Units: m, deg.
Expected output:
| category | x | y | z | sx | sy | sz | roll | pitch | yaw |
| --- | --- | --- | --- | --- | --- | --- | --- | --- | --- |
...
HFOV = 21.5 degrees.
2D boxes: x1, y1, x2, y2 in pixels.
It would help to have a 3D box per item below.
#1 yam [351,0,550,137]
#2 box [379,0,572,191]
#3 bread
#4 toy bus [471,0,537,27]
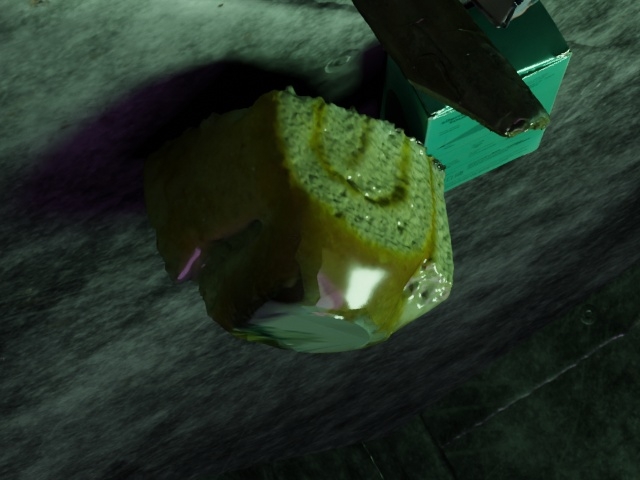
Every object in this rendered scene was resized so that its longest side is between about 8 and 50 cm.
| category | x | y | z | sx | sy | sz | roll | pitch | yaw |
| --- | --- | --- | --- | --- | --- | --- | --- | --- | --- |
| yam | 0.129 | -0.202 | 1.780 | 0.106 | 0.259 | 0.106 | -34 | 170 | -7 |
| box | 0.188 | -0.180 | 2.158 | 0.205 | 0.118 | 0.311 | -27 | 163 | -10 |
| bread | 0.006 | 0.006 | 1.981 | 0.239 | 0.264 | 0.395 | -27 | 151 | 32 |
| toy bus | 0.253 | -0.362 | 1.771 | 0.138 | 0.112 | 0.317 | -31 | 168 | -31 |
